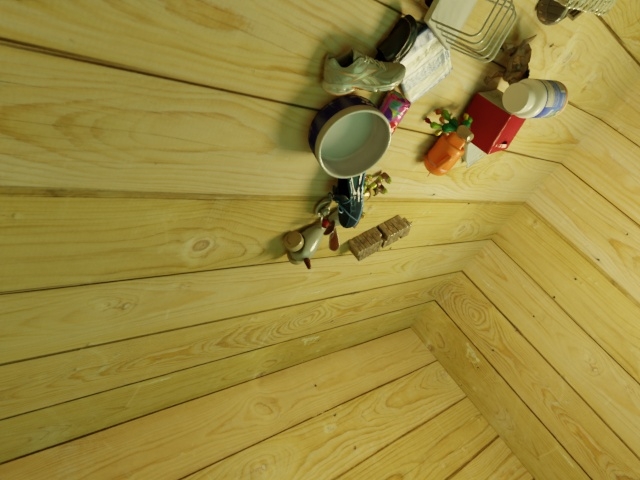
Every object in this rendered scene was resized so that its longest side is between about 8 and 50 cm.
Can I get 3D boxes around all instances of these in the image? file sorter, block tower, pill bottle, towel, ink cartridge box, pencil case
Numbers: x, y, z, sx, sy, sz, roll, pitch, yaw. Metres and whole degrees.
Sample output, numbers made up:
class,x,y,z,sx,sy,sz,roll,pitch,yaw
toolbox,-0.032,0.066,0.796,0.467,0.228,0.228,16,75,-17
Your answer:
class,x,y,z,sx,sy,sz,roll,pitch,yaw
file sorter,0.464,-0.676,1.449,0.193,0.173,0.277,-62,158,16
block tower,0.293,-0.014,2.417,0.335,0.091,0.097,-25,149,-22
pill bottle,0.846,-0.561,1.912,0.272,0.152,0.152,-12,143,-35
towel,0.351,-0.611,1.654,0.209,0.034,0.285,-38,151,5
ink cartridge box,0.786,-0.482,2.348,0.223,0.045,0.224,-37,153,-2
pencil case,0.225,-0.416,1.728,0.104,0.104,0.236,-6,137,-46

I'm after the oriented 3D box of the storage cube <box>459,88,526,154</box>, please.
class,x,y,z,sx,sy,sz,roll,pitch,yaw
storage cube,0.742,-0.512,2.074,0.183,0.215,0.193,-20,144,-39

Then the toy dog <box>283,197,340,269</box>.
class,x,y,z,sx,sy,sz,roll,pitch,yaw
toy dog,0.000,0.000,2.012,0.333,0.161,0.220,-43,152,9

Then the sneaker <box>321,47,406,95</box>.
class,x,y,z,sx,sy,sz,roll,pitch,yaw
sneaker,0.132,-0.509,1.427,0.262,0.099,0.121,-12,138,-10

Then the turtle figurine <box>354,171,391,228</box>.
class,x,y,z,sx,sy,sz,roll,pitch,yaw
turtle figurine,0.195,-0.192,2.034,0.217,0.087,0.270,-31,140,-33

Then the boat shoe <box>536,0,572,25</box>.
class,x,y,z,sx,sy,sz,roll,pitch,yaw
boat shoe,0.942,-0.959,1.758,0.130,0.132,0.355,-24,159,-45

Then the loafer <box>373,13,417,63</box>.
class,x,y,z,sx,sy,sz,roll,pitch,yaw
loafer,0.218,-0.584,1.482,0.078,0.080,0.220,-11,142,-42

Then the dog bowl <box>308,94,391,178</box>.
class,x,y,z,sx,sy,sz,roll,pitch,yaw
dog bowl,0.097,-0.343,1.609,0.264,0.104,0.265,-15,139,-14

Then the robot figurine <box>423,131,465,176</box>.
class,x,y,z,sx,sy,sz,roll,pitch,yaw
robot figurine,0.542,-0.375,2.126,0.128,0.158,0.219,6,135,-34

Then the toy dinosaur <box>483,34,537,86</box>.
class,x,y,z,sx,sy,sz,roll,pitch,yaw
toy dinosaur,0.799,-0.710,1.944,0.200,0.127,0.296,-23,144,-27

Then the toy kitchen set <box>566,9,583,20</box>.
class,x,y,z,sx,sy,sz,roll,pitch,yaw
toy kitchen set,0.957,-0.841,1.745,0.075,0.068,0.083,-39,166,-6

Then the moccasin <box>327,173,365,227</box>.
class,x,y,z,sx,sy,sz,roll,pitch,yaw
moccasin,0.090,-0.197,1.868,0.116,0.137,0.342,-19,127,-29

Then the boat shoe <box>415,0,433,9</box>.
class,x,y,z,sx,sy,sz,roll,pitch,yaw
boat shoe,0.342,-0.718,1.451,0.170,0.059,0.063,-11,142,-41

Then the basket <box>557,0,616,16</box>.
class,x,y,z,sx,sy,sz,roll,pitch,yaw
basket,0.837,-0.926,1.513,0.328,0.266,0.331,-13,142,-37

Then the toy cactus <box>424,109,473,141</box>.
class,x,y,z,sx,sy,sz,roll,pitch,yaw
toy cactus,0.545,-0.455,1.959,0.219,0.180,0.112,-4,133,-32
